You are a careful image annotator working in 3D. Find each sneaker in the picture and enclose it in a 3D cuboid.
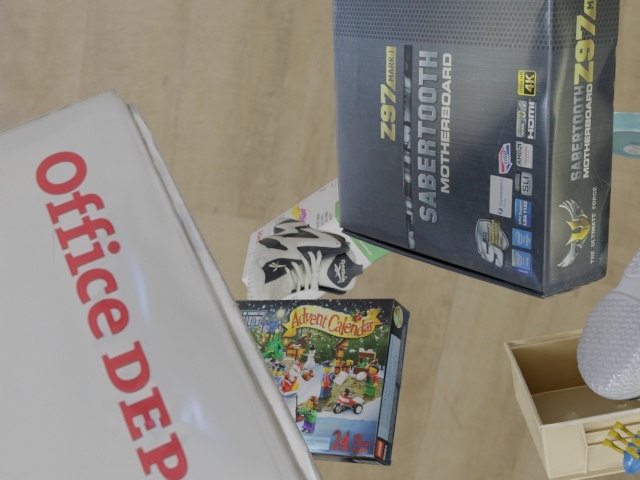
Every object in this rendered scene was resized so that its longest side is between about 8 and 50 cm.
[{"bbox_3d":[0.453,0.045,0.995,0.210,0.137,0.365,25,114,-23],"label":"sneaker"},{"bbox_3d":[-0.017,0.045,1.426,0.153,0.235,0.094,9,111,9],"label":"sneaker"}]

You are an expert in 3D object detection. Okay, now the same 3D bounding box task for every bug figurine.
[{"bbox_3d":[0.457,0.336,1.284,0.072,0.279,0.216,39,84,-9],"label":"bug figurine"}]

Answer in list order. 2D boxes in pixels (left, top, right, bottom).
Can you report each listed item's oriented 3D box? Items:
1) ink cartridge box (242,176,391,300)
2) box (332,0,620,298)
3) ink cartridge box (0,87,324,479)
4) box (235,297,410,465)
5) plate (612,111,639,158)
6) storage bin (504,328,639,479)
[{"bbox_3d":[0.000,0.000,1.777,0.278,0.201,0.117,-33,110,16],"label":"ink cartridge box"},{"bbox_3d":[0.082,-0.100,0.559,0.059,0.183,0.232,-13,110,-33],"label":"box"},{"bbox_3d":[-0.207,0.142,0.426,0.395,0.285,0.166,-23,147,-9],"label":"ink cartridge box"},{"bbox_3d":[-0.031,0.142,0.984,0.233,0.044,0.159,-3,67,29],"label":"box"},{"bbox_3d":[0.545,-0.174,1.652,0.188,0.188,0.024,12,76,3],"label":"plate"},{"bbox_3d":[0.474,0.266,1.620,0.261,0.262,0.123,-11,113,3],"label":"storage bin"}]
